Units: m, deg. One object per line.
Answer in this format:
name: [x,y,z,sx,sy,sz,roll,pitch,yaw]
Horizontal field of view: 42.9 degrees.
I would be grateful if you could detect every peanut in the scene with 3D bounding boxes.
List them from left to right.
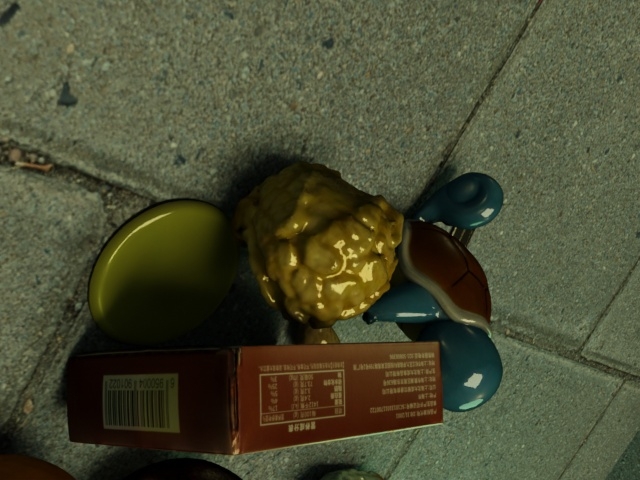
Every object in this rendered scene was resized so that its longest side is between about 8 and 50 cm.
peanut: [-0.010,0.208,1.390,0.089,0.089,0.193,-17,124,-36]

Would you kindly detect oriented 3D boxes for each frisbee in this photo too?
frisbee: [-0.209,0.050,1.128,0.236,0.017,0.236,-25,134,-30]

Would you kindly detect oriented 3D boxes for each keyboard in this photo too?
keyboard: [0.252,0.032,1.565,0.067,0.011,0.202,3,116,-43]

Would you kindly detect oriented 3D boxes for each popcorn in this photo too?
popcorn: [0.000,0.000,1.116,0.250,0.250,0.190,-4,133,-42]

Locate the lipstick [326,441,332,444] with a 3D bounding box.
lipstick: [0.054,0.316,1.552,0.158,0.048,0.048,-46,140,-8]

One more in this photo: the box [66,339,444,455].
box: [-0.084,0.203,1.107,0.385,0.344,0.122,6,79,-46]

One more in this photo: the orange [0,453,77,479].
orange: [-0.404,0.417,0.994,0.312,0.312,0.312,-25,133,-30]

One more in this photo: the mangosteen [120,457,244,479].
mangosteen: [-0.196,0.486,1.203,0.306,0.347,0.307,-1,92,-34]

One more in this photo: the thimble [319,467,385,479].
thimble: [0.086,0.580,1.615,0.288,0.254,0.167,20,102,-48]

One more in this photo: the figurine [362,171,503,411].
figurine: [0.183,0.082,1.352,0.298,0.243,0.416,55,37,-54]
